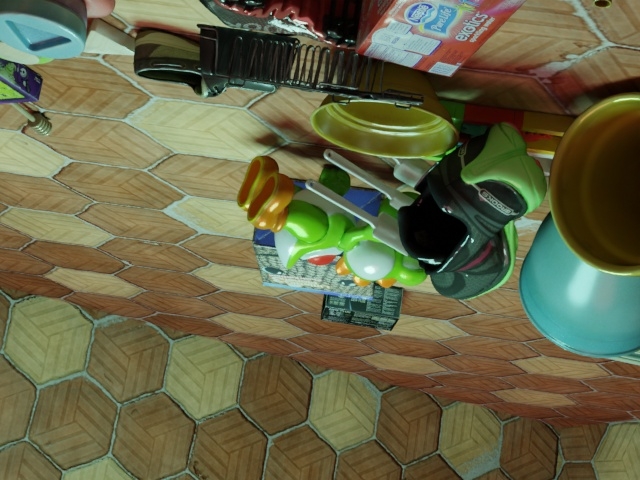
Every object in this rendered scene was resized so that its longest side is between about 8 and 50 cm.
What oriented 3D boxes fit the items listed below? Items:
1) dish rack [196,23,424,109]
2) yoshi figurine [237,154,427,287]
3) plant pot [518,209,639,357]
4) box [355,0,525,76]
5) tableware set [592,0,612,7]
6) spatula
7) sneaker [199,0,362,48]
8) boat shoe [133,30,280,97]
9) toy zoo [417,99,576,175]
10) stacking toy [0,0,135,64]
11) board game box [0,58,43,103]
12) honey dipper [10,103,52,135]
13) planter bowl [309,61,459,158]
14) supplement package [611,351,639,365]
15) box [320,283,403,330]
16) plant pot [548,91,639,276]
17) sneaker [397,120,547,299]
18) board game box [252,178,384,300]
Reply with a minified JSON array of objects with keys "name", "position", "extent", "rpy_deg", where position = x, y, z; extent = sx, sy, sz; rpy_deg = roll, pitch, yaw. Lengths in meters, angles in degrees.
[{"name":"dish rack","position":[-0.005,-0.221,1.650],"extent":[0.272,0.074,0.208],"rpy_deg":[14,-169,28]},{"name":"yoshi figurine","position":[0.055,-0.048,2.198],"extent":[0.362,0.203,0.203],"rpy_deg":[24,151,-24]},{"name":"plant pot","position":[0.477,0.018,2.122],"extent":[0.272,0.271,0.255],"rpy_deg":[7,149,7]},{"name":"box","position":[0.139,-0.295,1.436],"extent":[0.128,0.122,0.257],"rpy_deg":[12,163,-12]},{"name":"tableware set","position":[0.300,-0.311,1.474],"extent":[0.104,0.024,0.154],"rpy_deg":[-6,159,42]},{"name":"spatula","position":[0.084,-0.099,2.074],"extent":[0.242,0.168,0.019],"rpy_deg":[30,165,-34]},{"name":"sneaker","position":[-0.047,-0.301,1.572],"extent":[0.276,0.097,0.135],"rpy_deg":[11,179,-35]},{"name":"boat shoe","position":[-0.167,-0.242,1.865],"extent":[0.224,0.073,0.080],"rpy_deg":[14,163,-16]},{"name":"toy zoo","position":[0.293,-0.155,1.995],"extent":[0.293,0.030,0.192],"rpy_deg":[8,164,4]},{"name":"stacking toy","position":[-0.429,-0.276,1.791],"extent":[0.309,0.130,0.279],"rpy_deg":[3,162,22]},{"name":"board game box","position":[-0.616,-0.298,1.968],"extent":[0.208,0.056,0.347],"rpy_deg":[-4,160,26]},{"name":"honey dipper","position":[-0.515,-0.227,2.191],"extent":[0.030,0.030,0.160],"rpy_deg":[1,159,24]},{"name":"planter bowl","position":[0.098,-0.199,1.844],"extent":[0.217,0.090,0.217],"rpy_deg":[8,164,2]},{"name":"supplement package","position":[0.642,0.130,2.480],"extent":[0.263,0.198,0.199],"rpy_deg":[13,164,-13]},{"name":"box","position":[0.097,0.153,3.060],"extent":[0.180,0.077,0.147],"rpy_deg":[9,164,-1]},{"name":"plant pot","position":[0.495,-0.074,1.831],"extent":[0.254,0.254,0.239],"rpy_deg":[-6,174,42]},{"name":"sneaker","position":[0.208,-0.031,2.002],"extent":[0.202,0.185,0.483],"rpy_deg":[-21,158,-10]},{"name":"board game box","position":[0.000,0.000,2.480],"extent":[0.232,0.141,0.291],"rpy_deg":[8,163,5]}]
